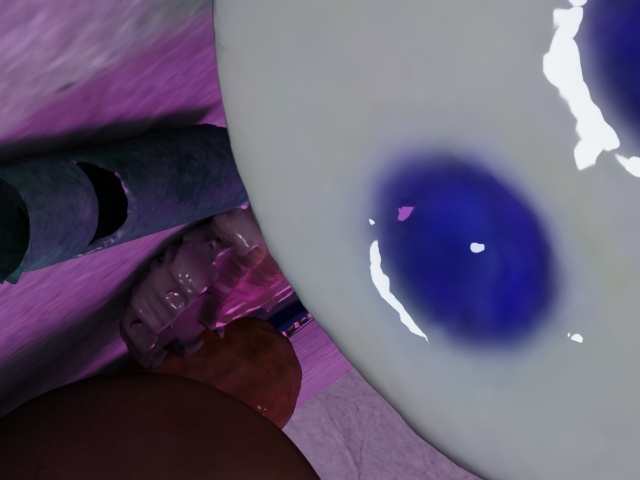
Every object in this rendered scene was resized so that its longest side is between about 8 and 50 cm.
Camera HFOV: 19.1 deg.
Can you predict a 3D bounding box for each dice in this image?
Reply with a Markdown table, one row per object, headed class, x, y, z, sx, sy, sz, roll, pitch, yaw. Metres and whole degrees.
| class | x | y | z | sx | sy | sz | roll | pitch | yaw |
| --- | --- | --- | --- | --- | --- | --- | --- | --- | --- |
| dice | 0.144 | -0.069 | 0.564 | 0.259 | 0.243 | 0.251 | -36 | 174 | -41 |

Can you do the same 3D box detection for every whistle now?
| class | x | y | z | sx | sy | sz | roll | pitch | yaw |
| --- | --- | --- | --- | --- | --- | --- | --- | --- | --- |
| whistle | -0.070 | -0.016 | 0.659 | 0.039 | 0.039 | 0.186 | -40 | 173 | 21 |

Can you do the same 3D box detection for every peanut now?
| class | x | y | z | sx | sy | sz | roll | pitch | yaw |
| --- | --- | --- | --- | --- | --- | --- | --- | --- | --- |
| peanut | -0.102 | 0.121 | 1.205 | 0.226 | 0.095 | 0.108 | -30 | 168 | -42 |

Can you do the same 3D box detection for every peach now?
| class | x | y | z | sx | sy | sz | roll | pitch | yaw |
| --- | --- | --- | --- | --- | --- | --- | --- | --- | --- |
| peach | -0.119 | 0.205 | 0.991 | 0.292 | 0.247 | 0.292 | -33 | 170 | -7 |

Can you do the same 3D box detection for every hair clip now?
| class | x | y | z | sx | sy | sz | roll | pitch | yaw |
| --- | --- | --- | --- | --- | --- | --- | --- | --- | --- |
| hair clip | -0.003 | -0.007 | 0.929 | 0.173 | 0.069 | 0.300 | -29 | -178 | -26 |

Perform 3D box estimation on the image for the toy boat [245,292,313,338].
| class | x | y | z | sx | sy | sz | roll | pitch | yaw |
| --- | --- | --- | --- | --- | --- | --- | --- | --- | --- |
| toy boat | -0.070 | 0.083 | 1.331 | 0.229 | 0.046 | 0.080 | -34 | 174 | -24 |
